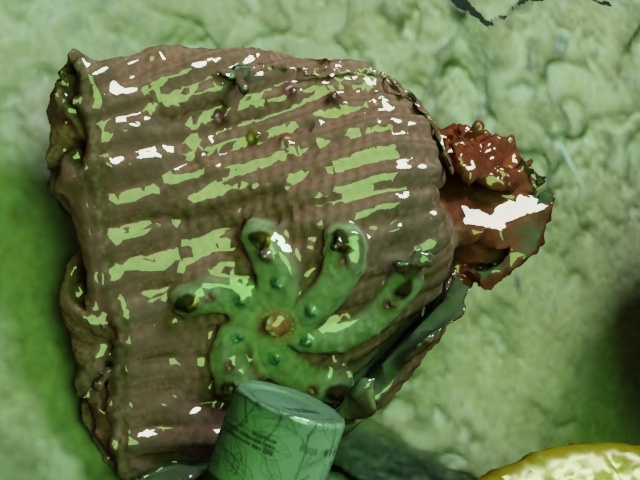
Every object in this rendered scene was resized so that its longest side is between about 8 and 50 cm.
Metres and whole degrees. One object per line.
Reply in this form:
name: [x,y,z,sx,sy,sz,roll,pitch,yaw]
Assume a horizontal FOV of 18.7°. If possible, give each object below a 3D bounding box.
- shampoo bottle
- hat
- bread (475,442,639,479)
shampoo bottle: [-0.050,0.175,0.981,0.065,0.065,0.204,16,98,-26]
hat: [0.000,0.000,1.033,0.286,0.107,0.236,-11,104,-24]
bread: [0.158,0.245,1.004,0.312,0.172,0.312,8,54,-11]
